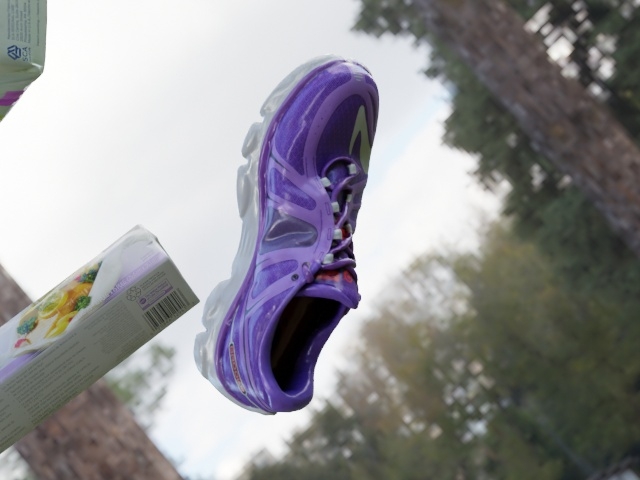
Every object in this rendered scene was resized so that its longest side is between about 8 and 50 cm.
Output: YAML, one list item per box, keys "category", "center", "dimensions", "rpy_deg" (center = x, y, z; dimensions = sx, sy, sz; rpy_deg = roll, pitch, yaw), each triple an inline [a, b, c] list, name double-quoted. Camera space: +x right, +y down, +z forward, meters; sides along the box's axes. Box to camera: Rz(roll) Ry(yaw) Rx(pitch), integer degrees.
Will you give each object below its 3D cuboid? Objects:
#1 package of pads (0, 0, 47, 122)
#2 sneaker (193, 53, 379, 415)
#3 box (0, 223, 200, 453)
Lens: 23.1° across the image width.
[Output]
- category: "package of pads"
  center: [-0.292, -0.192, 1.199]
  dimensions: [0.101, 0.229, 0.296]
  rpy_deg: [4, -16, -26]
- category: "sneaker"
  center: [0.000, 0.000, 0.722]
  dimensions: [0.068, 0.071, 0.169]
  rpy_deg: [11, -86, -38]
- category: "box"
  center: [-0.249, 0.113, 1.281]
  dimensions: [0.324, 0.063, 0.067]
  rpy_deg: [-38, -49, -7]
